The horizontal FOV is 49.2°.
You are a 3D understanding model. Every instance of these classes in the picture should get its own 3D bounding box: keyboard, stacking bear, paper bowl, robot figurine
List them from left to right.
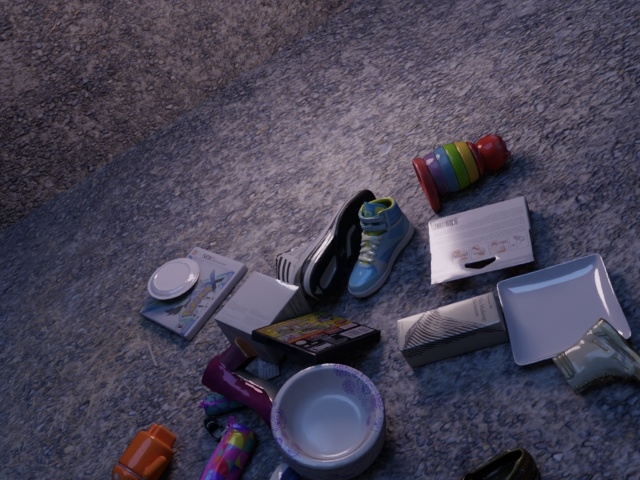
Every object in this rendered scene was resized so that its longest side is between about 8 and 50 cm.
[{"bbox_3d":[-0.507,0.635,1.998,0.158,0.128,0.219,21,62,26],"label":"robot figurine"},{"bbox_3d":[-0.165,0.327,2.168,0.072,0.014,0.256,-23,40,13],"label":"keyboard"},{"bbox_3d":[0.023,0.466,1.760,0.285,0.148,0.284,-4,49,4],"label":"paper bowl"},{"bbox_3d":[0.454,-0.241,2.219,0.289,0.164,0.175,-23,41,6],"label":"stacking bear"}]

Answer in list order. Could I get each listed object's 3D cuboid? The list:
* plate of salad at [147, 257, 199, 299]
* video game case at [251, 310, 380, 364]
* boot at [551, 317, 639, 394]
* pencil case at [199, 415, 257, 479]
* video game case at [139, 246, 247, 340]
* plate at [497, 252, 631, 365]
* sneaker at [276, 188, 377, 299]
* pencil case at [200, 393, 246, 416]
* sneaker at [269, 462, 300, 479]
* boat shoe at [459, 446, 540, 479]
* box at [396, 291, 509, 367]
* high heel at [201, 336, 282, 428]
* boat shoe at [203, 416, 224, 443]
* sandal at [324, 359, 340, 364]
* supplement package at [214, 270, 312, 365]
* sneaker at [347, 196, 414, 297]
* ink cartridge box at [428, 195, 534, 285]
[{"bbox_3d":[-0.526,0.142,2.516,0.200,0.048,0.199,-11,43,10],"label":"plate of salad"},{"bbox_3d":[-0.010,0.268,1.974,0.248,0.035,0.275,13,17,41],"label":"video game case"},{"bbox_3d":[0.652,0.305,1.587,0.165,0.077,0.213,-42,60,10],"label":"boot"},{"bbox_3d":[-0.261,0.604,1.889,0.105,0.104,0.236,1,51,35],"label":"pencil case"},{"bbox_3d":[-0.456,0.180,2.494,0.300,0.036,0.329,16,61,43],"label":"video game case"},{"bbox_3d":[0.608,0.180,1.769,0.278,0.045,0.277,-18,42,17],"label":"plate"},{"bbox_3d":[-0.001,0.000,2.267,0.258,0.169,0.447,0,43,43],"label":"sneaker"},{"bbox_3d":[-0.270,0.469,2.051,0.152,0.070,0.064,-20,66,17],"label":"pencil case"},{"bbox_3d":[-0.020,0.685,1.641,0.237,0.130,0.322,-2,43,19],"label":"sneaker"},{"bbox_3d":[0.334,0.556,1.528,0.307,0.104,0.111,-38,40,-5],"label":"boat shoe"},{"bbox_3d":[0.346,0.238,1.849,0.275,0.094,0.113,-21,42,16],"label":"box"},{"bbox_3d":[-0.181,0.462,1.942,0.181,0.127,0.377,-48,60,17],"label":"high heel"},{"bbox_3d":[-0.308,0.545,2.025,0.046,0.038,0.125,-42,40,-9],"label":"boat shoe"},{"bbox_3d":[0.019,0.406,1.936,0.072,0.049,0.180,-7,47,29],"label":"sandal"},{"bbox_3d":[-0.169,0.235,2.134,0.194,0.149,0.203,17,56,37],"label":"supplement package"},{"bbox_3d":[0.150,0.002,2.130,0.127,0.208,0.319,12,58,40],"label":"sneaker"},{"bbox_3d":[0.462,0.016,2.016,0.297,0.066,0.261,-15,43,22],"label":"ink cartridge box"}]
